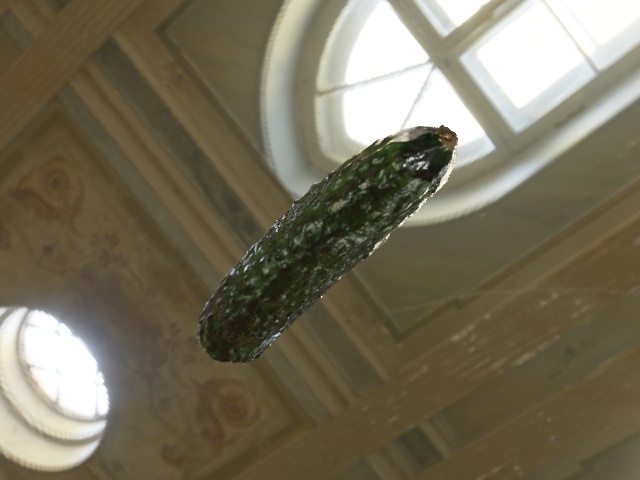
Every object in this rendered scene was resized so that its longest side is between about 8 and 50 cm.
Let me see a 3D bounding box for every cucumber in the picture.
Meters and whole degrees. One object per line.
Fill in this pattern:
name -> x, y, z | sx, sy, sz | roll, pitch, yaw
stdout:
cucumber -> 0.000, 0.000, 0.653 | 0.067, 0.293, 0.068 | 20, -131, -25
